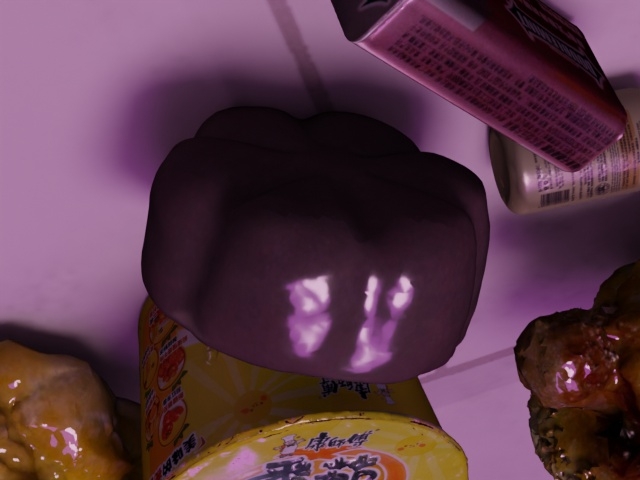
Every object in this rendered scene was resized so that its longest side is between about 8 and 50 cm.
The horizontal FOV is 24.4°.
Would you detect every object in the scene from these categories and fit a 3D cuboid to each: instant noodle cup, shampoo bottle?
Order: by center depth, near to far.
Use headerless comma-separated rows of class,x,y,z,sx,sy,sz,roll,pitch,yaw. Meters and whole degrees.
shampoo bottle,0.212,-0.071,1.107,0.162,0.079,0.079,-12,142,-5
instant noodle cup,-0.033,0.133,1.182,0.264,0.200,0.264,-9,142,-7

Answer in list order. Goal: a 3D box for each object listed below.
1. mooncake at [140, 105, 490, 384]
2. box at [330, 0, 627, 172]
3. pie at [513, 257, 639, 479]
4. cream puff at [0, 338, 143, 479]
mooncake,0.000,0.000,1.007,0.245,0.245,0.133,1,118,-20
box,0.099,-0.135,0.960,0.224,0.120,0.069,27,123,-39
pie,0.380,0.165,1.165,0.395,0.418,0.180,-32,161,-38
cream puff,-0.270,0.250,1.204,0.291,0.257,0.324,-26,141,14
